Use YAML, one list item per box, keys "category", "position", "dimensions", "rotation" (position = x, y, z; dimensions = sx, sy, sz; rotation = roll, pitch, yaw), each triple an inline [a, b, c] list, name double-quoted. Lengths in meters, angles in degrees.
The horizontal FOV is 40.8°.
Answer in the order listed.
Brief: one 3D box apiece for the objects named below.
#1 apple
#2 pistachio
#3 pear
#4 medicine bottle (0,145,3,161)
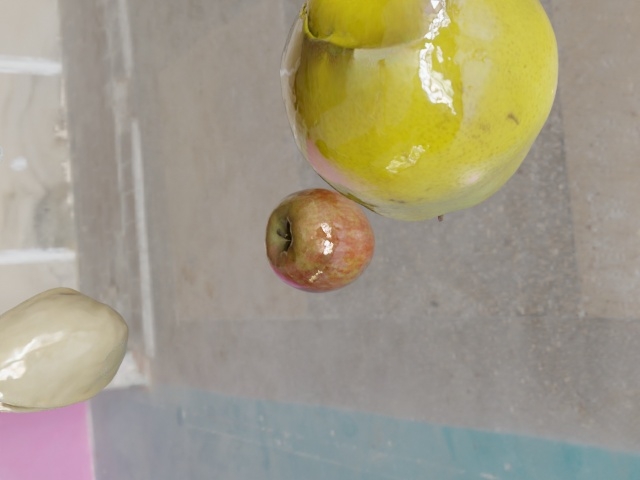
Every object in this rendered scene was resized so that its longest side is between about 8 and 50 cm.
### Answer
- category: "apple"
  position: [0.000, 0.000, 1.519]
  dimensions: [0.188, 0.174, 0.188]
  rotation: [-2, 88, 52]
- category: "pistachio"
  position: [-0.348, 0.140, 1.107]
  dimensions: [0.126, 0.223, 0.152]
  rotation: [-25, 79, 49]
- category: "pear"
  position: [0.111, -0.150, 0.893]
  dimensions: [0.285, 0.336, 0.285]
  rotation: [-33, 33, 25]
- category: "medicine bottle"
  position: [-0.568, -0.184, 1.286]
  dimensions: [0.231, 0.059, 0.059]
  rotation: [38, 128, 19]
